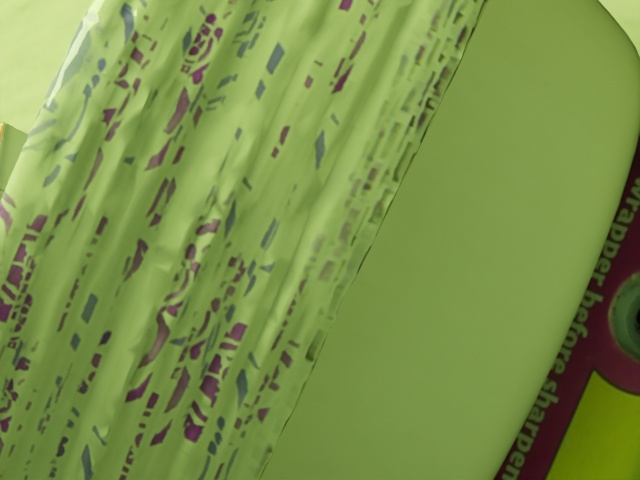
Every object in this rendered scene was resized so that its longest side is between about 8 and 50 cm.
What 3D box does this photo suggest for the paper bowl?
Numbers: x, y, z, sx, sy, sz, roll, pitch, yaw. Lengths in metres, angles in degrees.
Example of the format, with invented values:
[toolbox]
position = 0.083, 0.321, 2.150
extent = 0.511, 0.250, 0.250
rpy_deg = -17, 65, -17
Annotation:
[paper bowl]
position = 0.000, 0.000, 0.519
extent = 0.148, 0.284, 0.284
rpy_deg = 24, 90, 1

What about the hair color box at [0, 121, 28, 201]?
[hair color box]
position = -0.140, 0.027, 0.703
extent = 0.043, 0.072, 0.141
rpy_deg = 0, 76, 30

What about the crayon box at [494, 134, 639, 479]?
[crayon box]
position = 0.219, 0.078, 0.459
extent = 0.313, 0.106, 0.363
rpy_deg = 25, 90, 32
